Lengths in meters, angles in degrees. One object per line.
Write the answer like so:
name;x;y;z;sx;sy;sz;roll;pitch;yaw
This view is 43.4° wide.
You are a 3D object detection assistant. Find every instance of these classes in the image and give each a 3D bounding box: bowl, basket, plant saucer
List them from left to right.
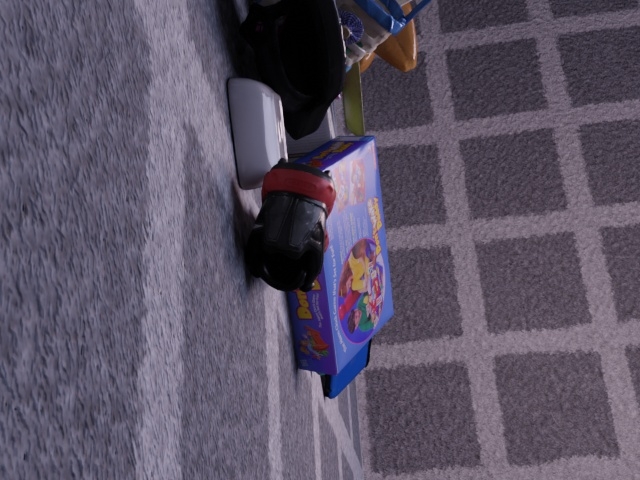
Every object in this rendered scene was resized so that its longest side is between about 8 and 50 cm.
bowl;-0.075;-0.137;1.023;0.142;0.053;0.142;-71;156;-82
plant saucer;0.058;-0.310;1.533;0.241;0.037;0.241;-5;90;-87
basket;0.054;-0.415;1.238;0.254;0.289;0.201;35;20;-16

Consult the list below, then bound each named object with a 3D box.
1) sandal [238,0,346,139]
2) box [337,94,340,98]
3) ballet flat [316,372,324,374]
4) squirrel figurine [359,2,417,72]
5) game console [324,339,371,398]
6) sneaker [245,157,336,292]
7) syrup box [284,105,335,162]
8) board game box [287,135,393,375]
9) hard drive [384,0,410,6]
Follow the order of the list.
sandal;-0.049;-0.242;1.120;0.168;0.107;0.446;64;-12;11
box;-0.029;-0.376;1.483;0.243;0.117;0.214;-80;163;-72
ballet flat;-0.009;0.210;1.540;0.041;0.041;0.114;-90;173;-51
squirrel figurine;0.050;-0.588;1.865;0.370;0.280;0.397;-102;-174;-70
game console;0.030;0.161;1.822;0.250;0.173;0.293;-35;137;-49
sneaker;-0.041;0.011;1.017;0.276;0.097;0.135;101;3;-69
syrup box;-0.015;-0.134;1.480;0.093;0.096;0.237;-78;162;-69
board game box;0.029;0.018;1.375;0.233;0.078;0.347;-37;125;-53
hard drive;0.056;-0.519;1.551;0.318;0.040;0.210;-13;-70;54
